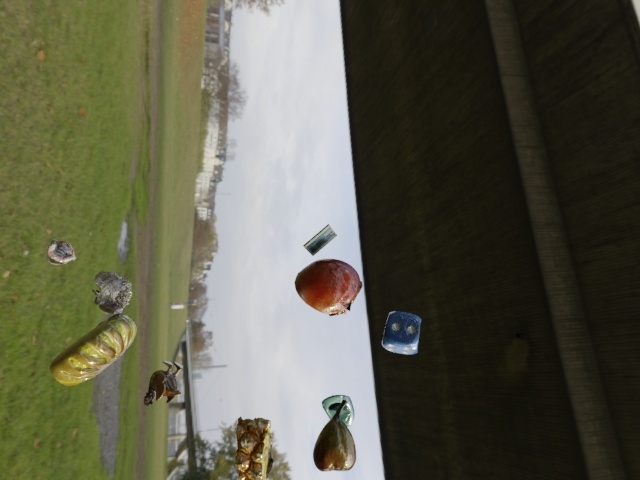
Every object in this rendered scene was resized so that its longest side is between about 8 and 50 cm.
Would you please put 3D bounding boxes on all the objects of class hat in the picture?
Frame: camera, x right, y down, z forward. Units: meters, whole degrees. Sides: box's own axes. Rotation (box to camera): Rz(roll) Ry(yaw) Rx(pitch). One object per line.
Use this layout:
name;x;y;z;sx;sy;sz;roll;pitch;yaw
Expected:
hat;0.084;0.775;1.900;0.078;0.138;0.191;-86;157;-70

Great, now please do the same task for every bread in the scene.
bread;-0.889;0.437;1.617;0.160;0.333;0.333;53;-18;-9

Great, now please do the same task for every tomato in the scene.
tomato;0.051;0.170;1.793;0.170;0.308;0.309;-62;-148;34

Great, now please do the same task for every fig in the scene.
fig;0.067;0.765;1.594;0.145;0.169;0.275;100;0;-82

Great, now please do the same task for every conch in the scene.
conch;-0.911;0.222;1.760;0.178;0.162;0.245;57;-9;14

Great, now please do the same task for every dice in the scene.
dice;0.334;0.379;1.666;0.147;0.146;0.143;79;26;-59

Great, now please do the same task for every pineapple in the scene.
pineapple;-0.216;0.701;1.349;0.186;0.114;0.237;26;65;-78

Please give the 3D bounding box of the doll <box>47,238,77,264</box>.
doll;-1.321;0.065;2.074;0.095;0.149;0.192;-47;-157;-2

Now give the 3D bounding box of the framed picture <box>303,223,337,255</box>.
framed picture;0.000;0.000;1.810;0.011;0.149;0.109;50;1;33

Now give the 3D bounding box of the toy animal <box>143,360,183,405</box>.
toy animal;-0.559;0.530;1.451;0.188;0.089;0.179;21;-102;44
